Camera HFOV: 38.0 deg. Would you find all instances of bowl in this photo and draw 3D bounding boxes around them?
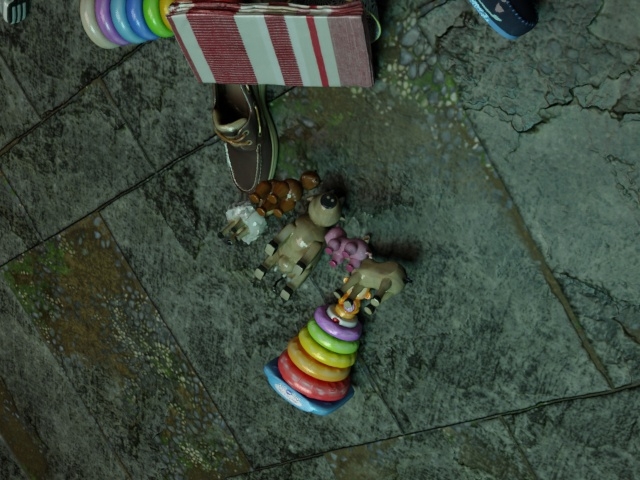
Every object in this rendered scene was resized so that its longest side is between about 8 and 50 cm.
[{"bbox_3d":[0.030,-0.408,1.590,0.170,0.080,0.170,14,165,4],"label":"bowl"}]

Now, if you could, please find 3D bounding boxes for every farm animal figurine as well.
[{"bbox_3d":[0.000,0.000,1.809,0.330,0.172,0.327,48,144,-7],"label":"farm animal figurine"}]

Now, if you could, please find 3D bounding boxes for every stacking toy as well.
[{"bbox_3d":[-0.297,-0.448,1.788,0.330,0.141,0.141,3,116,29],"label":"stacking toy"},{"bbox_3d":[0.027,0.195,1.916,0.175,0.166,0.301,35,115,19],"label":"stacking toy"}]

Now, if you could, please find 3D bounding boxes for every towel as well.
[{"bbox_3d":[-0.077,-0.333,1.595,0.329,0.037,0.237,3,160,8],"label":"towel"}]

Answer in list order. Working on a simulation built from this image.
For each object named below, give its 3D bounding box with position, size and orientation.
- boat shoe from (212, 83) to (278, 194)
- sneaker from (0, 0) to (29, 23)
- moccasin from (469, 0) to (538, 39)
[{"bbox_3d":[-0.165,-0.236,1.808,0.123,0.123,0.341,17,123,27],"label":"boat shoe"},{"bbox_3d":[-0.696,-0.593,2.011,0.132,0.086,0.228,35,130,17],"label":"sneaker"},{"bbox_3d":[0.242,-0.469,1.392,0.117,0.138,0.342,-26,99,36],"label":"moccasin"}]
